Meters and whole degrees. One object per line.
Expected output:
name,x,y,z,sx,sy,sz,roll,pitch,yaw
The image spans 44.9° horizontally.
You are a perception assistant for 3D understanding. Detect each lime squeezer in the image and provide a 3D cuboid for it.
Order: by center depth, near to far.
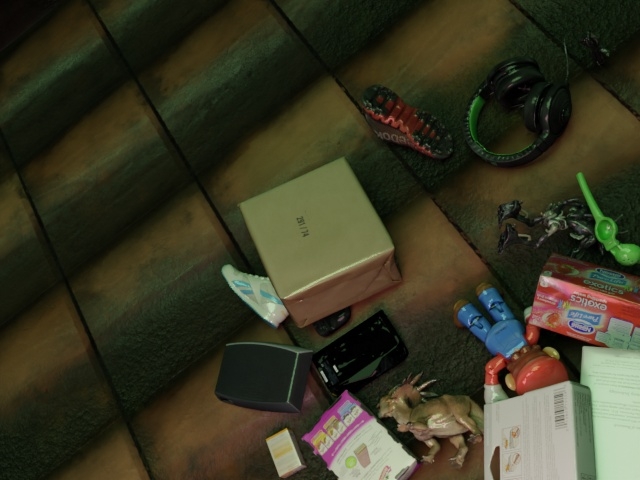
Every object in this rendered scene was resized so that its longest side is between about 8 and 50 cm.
lime squeezer,0.649,-0.016,1.668,0.110,0.059,0.310,-41,81,-20

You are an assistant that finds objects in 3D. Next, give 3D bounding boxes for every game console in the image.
game console,0.047,0.195,1.926,0.213,0.044,0.361,-34,61,5

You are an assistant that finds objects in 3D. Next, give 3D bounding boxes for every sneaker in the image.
sneaker,-0.166,0.130,2.023,0.229,0.087,0.092,39,80,24
sneaker,0.222,-0.294,2.026,0.276,0.135,0.097,34,71,7

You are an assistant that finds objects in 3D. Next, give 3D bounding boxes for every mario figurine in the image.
mario figurine,0.430,0.254,1.718,0.320,0.170,0.198,58,132,40

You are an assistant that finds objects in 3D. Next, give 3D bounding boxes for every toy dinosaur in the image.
toy dinosaur,0.268,0.383,1.718,0.296,0.127,0.200,4,35,8

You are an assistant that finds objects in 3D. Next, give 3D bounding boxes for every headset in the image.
headset,0.537,-0.351,1.919,0.394,0.185,0.243,-49,54,16

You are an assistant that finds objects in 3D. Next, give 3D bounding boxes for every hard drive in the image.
hard drive,-0.148,0.332,1.922,0.255,0.054,0.171,0,69,34

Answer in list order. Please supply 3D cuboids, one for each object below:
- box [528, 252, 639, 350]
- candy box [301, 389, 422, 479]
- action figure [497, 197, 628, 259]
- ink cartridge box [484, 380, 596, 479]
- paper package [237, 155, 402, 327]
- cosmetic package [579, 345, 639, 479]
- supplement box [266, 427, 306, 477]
box,0.588,0.136,1.636,0.257,0.123,0.128,17,120,22
candy box,0.093,0.480,1.769,0.159,0.071,0.233,-47,59,-2
action figure,0.539,-0.021,1.759,0.276,0.141,0.164,4,59,-4
ink cartridge box,0.417,0.431,1.494,0.239,0.060,0.275,-35,42,52
paper package,0.000,0.000,1.917,0.310,0.168,0.324,-25,56,-1
cosmetic package,0.582,0.410,1.523,0.155,0.197,0.365,2,71,23
supplement box,-0.082,0.508,1.851,0.062,0.036,0.098,-30,60,9
